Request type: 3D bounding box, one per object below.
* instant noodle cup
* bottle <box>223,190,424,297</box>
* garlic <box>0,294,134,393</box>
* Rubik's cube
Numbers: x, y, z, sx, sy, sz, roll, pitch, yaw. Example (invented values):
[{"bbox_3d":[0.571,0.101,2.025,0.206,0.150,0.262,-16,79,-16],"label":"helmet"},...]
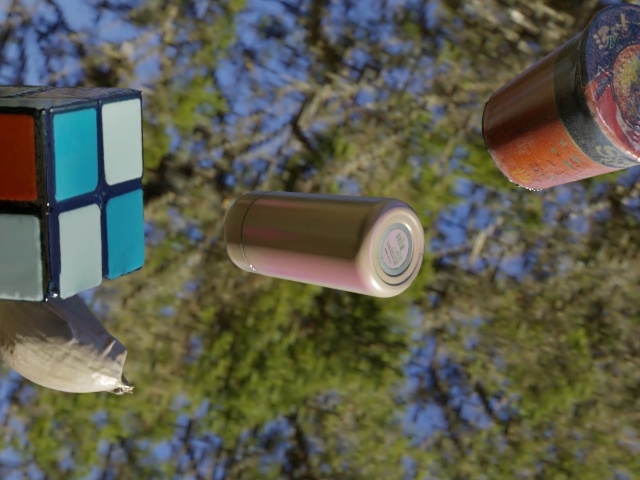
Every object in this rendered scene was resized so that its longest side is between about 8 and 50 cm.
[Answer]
[{"bbox_3d":[0.197,-0.097,1.222,0.135,0.127,0.127,-24,-123,53],"label":"instant noodle cup"},{"bbox_3d":[0.000,0.000,0.759,0.096,0.045,0.045,6,-101,43],"label":"bottle"},{"bbox_3d":[-0.279,0.094,1.666,0.195,0.101,0.087,35,-61,30],"label":"garlic"},{"bbox_3d":[-0.267,-0.046,1.417,0.180,0.183,0.167,3,-78,22],"label":"Rubik's cube"}]
